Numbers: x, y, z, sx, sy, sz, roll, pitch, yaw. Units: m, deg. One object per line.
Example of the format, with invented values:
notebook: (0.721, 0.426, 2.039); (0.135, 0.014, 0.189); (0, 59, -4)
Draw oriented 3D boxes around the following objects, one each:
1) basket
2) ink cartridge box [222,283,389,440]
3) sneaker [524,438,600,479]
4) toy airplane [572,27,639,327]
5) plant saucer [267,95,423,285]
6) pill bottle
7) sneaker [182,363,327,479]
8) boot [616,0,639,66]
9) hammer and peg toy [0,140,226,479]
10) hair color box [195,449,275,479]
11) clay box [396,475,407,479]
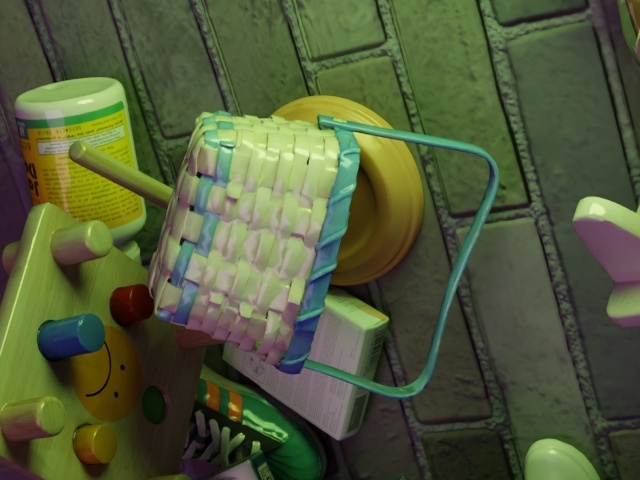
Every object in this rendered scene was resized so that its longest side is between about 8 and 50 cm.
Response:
basket: (0.000, 0.000, 1.398); (0.289, 0.201, 0.255); (17, 102, -7)
ink cartridge box: (-0.019, 0.107, 1.594); (0.179, 0.045, 0.145); (33, 123, 34)
sneaker: (0.239, 0.306, 1.495); (0.080, 0.094, 0.212); (-3, 108, 30)
toy airplane: (0.402, -0.013, 1.195); (0.384, 0.272, 0.386); (33, 165, 14)
plant saucer: (0.006, -0.045, 1.511); (0.200, 0.037, 0.200); (10, 114, 24)
pill bottle: (-0.248, -0.058, 1.588); (0.117, 0.117, 0.208); (1, 111, 27)
sneaker: (-0.141, 0.197, 1.632); (0.302, 0.121, 0.108); (30, 120, 13)
boot: (0.360, -0.260, 1.235); (0.280, 0.096, 0.264); (-37, 84, 25)
hammer and peg toy: (-0.212, 0.080, 1.474); (0.127, 0.361, 0.266); (-13, 144, 36)
hair color box: (-0.068, 0.410, 1.532); (0.173, 0.105, 0.347); (-26, 85, 4)
clay box: (0.120, 0.367, 1.561); (0.222, 0.127, 0.053); (48, 122, 2)
